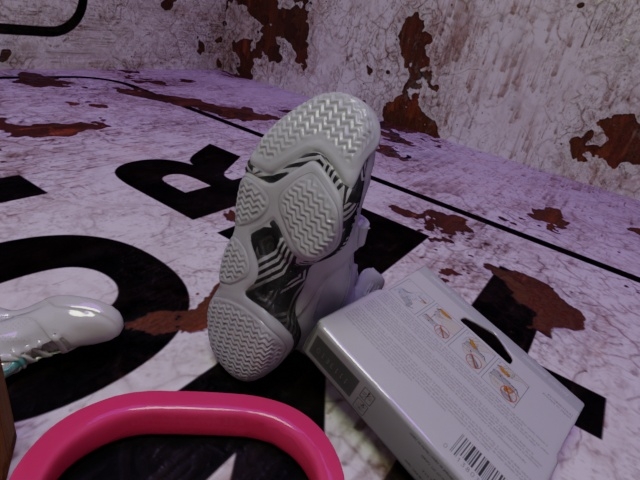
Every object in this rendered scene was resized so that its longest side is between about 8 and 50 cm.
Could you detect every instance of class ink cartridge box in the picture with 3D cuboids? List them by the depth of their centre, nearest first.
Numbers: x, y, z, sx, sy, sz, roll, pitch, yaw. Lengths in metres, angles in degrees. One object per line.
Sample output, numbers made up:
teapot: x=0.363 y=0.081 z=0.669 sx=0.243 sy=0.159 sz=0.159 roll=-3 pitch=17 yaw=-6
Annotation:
ink cartridge box: x=0.153 y=0.167 z=0.544 sx=0.238 sy=0.060 sz=0.275 roll=-18 pitch=54 yaw=-46

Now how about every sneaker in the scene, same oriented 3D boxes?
sneaker: x=-0.341 y=0.120 z=0.512 sx=0.212 sy=0.080 sz=0.094 roll=-2 pitch=41 yaw=-10
sneaker: x=0.000 y=0.000 z=0.558 sx=0.137 sy=0.366 sz=0.210 roll=39 pitch=30 yaw=26

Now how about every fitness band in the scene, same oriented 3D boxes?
fitness band: x=-0.118 y=0.228 z=0.404 sx=0.290 sy=0.054 sz=0.209 roll=7 pitch=25 yaw=-10

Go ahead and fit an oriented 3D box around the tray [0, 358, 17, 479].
tray: x=-0.460 y=0.127 z=0.292 sx=0.410 sy=0.203 sz=0.076 roll=0 pitch=30 yaw=-21
